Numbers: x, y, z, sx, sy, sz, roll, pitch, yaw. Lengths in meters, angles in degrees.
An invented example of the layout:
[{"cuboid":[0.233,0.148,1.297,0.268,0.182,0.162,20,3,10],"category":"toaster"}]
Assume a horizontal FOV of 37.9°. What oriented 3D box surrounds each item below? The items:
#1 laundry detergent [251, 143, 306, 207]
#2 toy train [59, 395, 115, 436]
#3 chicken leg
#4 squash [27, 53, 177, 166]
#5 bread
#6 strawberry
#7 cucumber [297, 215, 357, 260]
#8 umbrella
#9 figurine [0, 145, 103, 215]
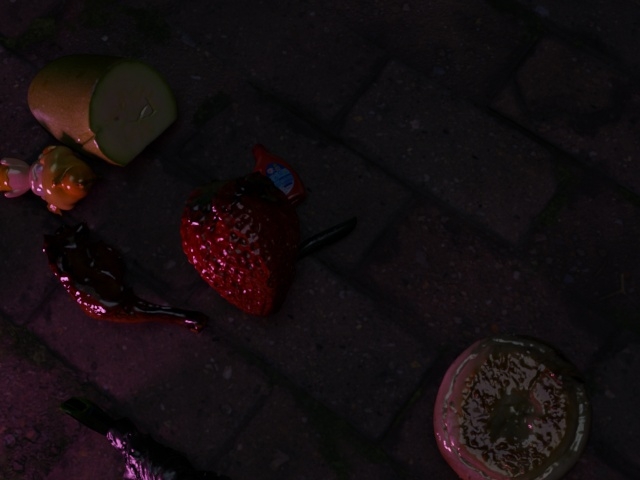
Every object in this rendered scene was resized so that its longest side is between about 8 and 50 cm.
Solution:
[{"cuboid":[-0.106,-0.139,2.020,0.097,0.049,0.165,-32,67,-4],"category":"laundry detergent"},{"cuboid":[-0.443,0.330,1.778,0.044,0.209,0.042,22,71,12],"category":"toy train"},{"cuboid":[-0.422,0.103,1.934,0.406,0.096,0.158,30,55,13],"category":"chicken leg"},{"cuboid":[-0.517,-0.306,2.086,0.308,0.210,0.234,8,49,44],"category":"squash"},{"cuboid":[0.357,0.327,1.737,0.305,0.159,0.306,-3,68,8],"category":"bread"},{"cuboid":[-0.155,0.015,1.872,0.238,0.250,0.289,-11,104,28],"category":"strawberry"},{"cuboid":[0.000,0.000,1.962,0.184,0.036,0.033,-27,79,-4],"category":"cucumber"},{"cuboid":[-0.291,0.469,1.764,0.336,0.128,0.154,23,50,21],"category":"umbrella"},{"cuboid":[-0.599,-0.135,2.022,0.246,0.131,0.156,4,109,6],"category":"figurine"}]
